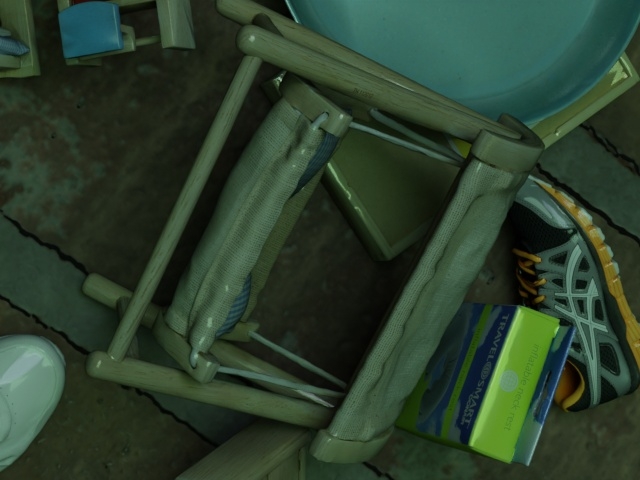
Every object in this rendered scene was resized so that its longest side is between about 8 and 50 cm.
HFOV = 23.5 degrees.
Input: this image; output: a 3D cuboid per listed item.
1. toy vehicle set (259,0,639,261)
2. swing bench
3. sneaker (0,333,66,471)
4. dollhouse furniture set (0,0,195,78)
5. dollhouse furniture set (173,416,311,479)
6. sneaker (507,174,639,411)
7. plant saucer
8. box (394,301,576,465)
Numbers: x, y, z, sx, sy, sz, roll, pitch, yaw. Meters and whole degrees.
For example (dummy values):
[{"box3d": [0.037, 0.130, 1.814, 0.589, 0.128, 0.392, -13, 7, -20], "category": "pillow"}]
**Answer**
[{"box3d": [0.107, -0.124, 1.208, 0.267, 0.035, 0.166, -35, 99, -15], "category": "toy vehicle set"}, {"box3d": [0.000, 0.000, 1.065, 0.254, 0.165, 0.253, 22, 104, -16], "category": "swing bench"}, {"box3d": [-0.265, 0.149, 1.043, 0.232, 0.115, 0.090, -39, 101, -15], "category": "sneaker"}, {"box3d": [-0.199, -0.180, 1.019, 0.183, 0.129, 0.129, -7, 91, 19], "category": "dollhouse furniture set"}, {"box3d": [0.074, 0.254, 1.008, 0.303, 0.355, 0.174, -31, 125, -56], "category": "dollhouse furniture set"}, {"box3d": [0.189, 0.043, 1.205, 0.083, 0.084, 0.215, -31, 105, -8], "category": "sneaker"}, {"box3d": [0.106, -0.238, 1.168, 0.317, 0.043, 0.318, 1, 88, -18], "category": "plant saucer"}, {"box3d": [0.116, 0.102, 1.133, 0.042, 0.178, 0.109, 22, 82, -16], "category": "box"}]
